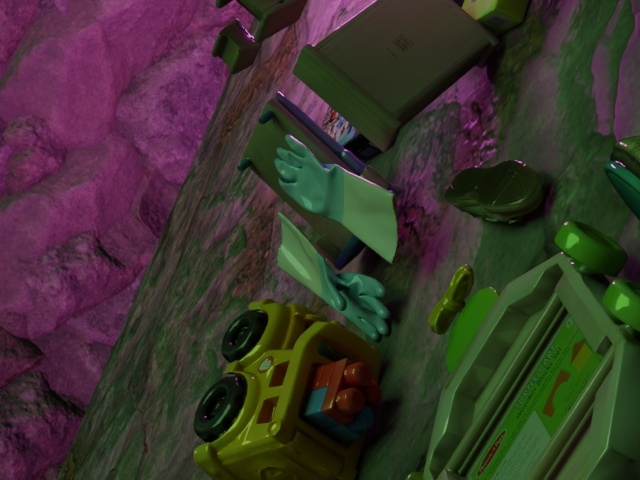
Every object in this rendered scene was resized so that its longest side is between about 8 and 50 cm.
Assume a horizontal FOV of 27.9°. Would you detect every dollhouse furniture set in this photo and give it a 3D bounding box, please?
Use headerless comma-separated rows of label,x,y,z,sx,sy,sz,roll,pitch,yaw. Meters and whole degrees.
dollhouse furniture set,0.016,-0.170,1.540,0.198,0.286,0.303,-41,-12,-34

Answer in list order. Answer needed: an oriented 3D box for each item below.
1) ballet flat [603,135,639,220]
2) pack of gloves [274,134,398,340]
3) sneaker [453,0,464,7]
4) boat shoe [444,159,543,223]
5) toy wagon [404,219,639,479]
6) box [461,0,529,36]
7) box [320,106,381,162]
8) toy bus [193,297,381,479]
ballet flat,0.268,0.001,0.734,0.123,0.123,0.348,-61,15,17
pack of gloves,0.000,0.000,1.438,0.232,0.046,0.195,34,136,47
sneaker,0.140,-0.391,1.694,0.130,0.087,0.227,141,122,-67
boat shoe,0.173,-0.040,1.230,0.056,0.048,0.153,-56,20,-14
toy wagon,0.154,0.117,0.989,0.267,0.068,0.344,-61,15,16
box,0.220,-0.323,1.497,0.109,0.042,0.178,-20,48,69
box,0.061,-0.184,1.808,0.233,0.044,0.159,-27,41,66
toy bus,-0.008,0.154,1.364,0.211,0.149,0.220,-28,35,45
